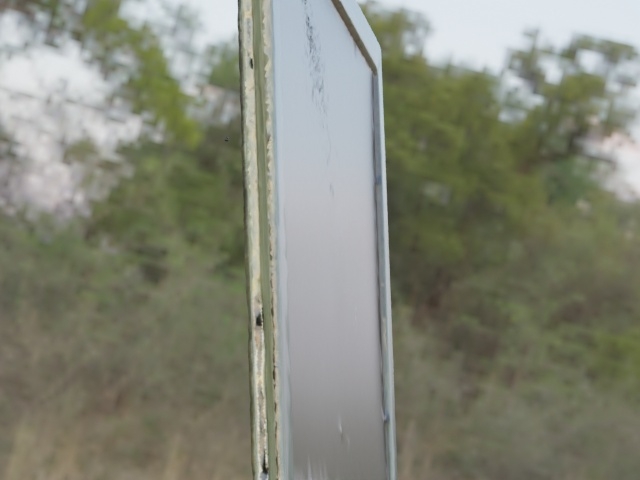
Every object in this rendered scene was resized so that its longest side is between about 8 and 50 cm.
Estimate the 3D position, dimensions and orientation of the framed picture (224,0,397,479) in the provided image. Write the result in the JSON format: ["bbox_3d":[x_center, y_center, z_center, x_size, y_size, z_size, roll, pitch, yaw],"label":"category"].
[{"bbox_3d":[0.000,0.000,0.749,0.019,0.232,0.296,-3,-10,9],"label":"framed picture"}]
